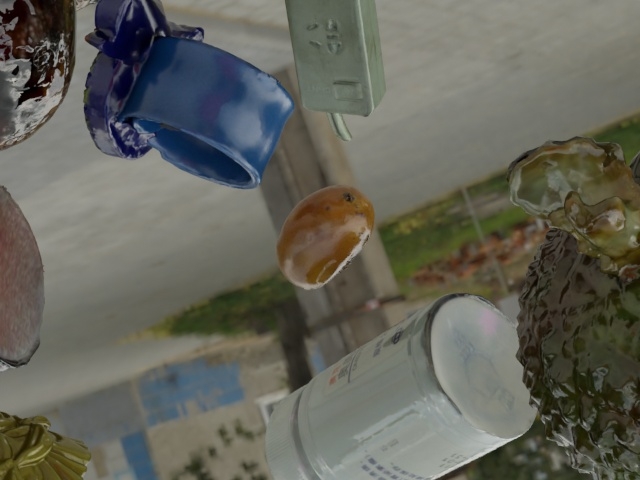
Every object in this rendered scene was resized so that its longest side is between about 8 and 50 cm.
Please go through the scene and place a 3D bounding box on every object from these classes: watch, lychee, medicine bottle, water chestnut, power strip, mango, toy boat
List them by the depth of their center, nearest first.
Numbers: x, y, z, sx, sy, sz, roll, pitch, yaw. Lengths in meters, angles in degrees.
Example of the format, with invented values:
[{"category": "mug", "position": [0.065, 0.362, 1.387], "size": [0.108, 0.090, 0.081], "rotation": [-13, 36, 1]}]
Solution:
[{"category": "lychee", "position": [0.272, 0.066, 0.952], "size": [0.270, 0.320, 0.270], "rotation": [-3, -147, 2]}, {"category": "toy boat", "position": [-0.330, 0.039, 1.203], "size": [0.085, 0.155, 0.227], "rotation": [2, 149, 7]}, {"category": "watch", "position": [-0.134, -0.147, 1.319], "size": [0.200, 0.171, 0.196], "rotation": [22, 177, 19]}, {"category": "power strip", "position": [0.016, -0.229, 1.404], "size": [0.093, 0.288, 0.053], "rotation": [7, -142, 22]}, {"category": "water chestnut", "position": [-0.396, -0.279, 1.503], "size": [0.302, 0.350, 0.350], "rotation": [-12, 169, -31]}, {"category": "mango", "position": [0.002, 0.001, 1.587], "size": [0.105, 0.084, 0.159], "rotation": [14, 119, -31]}, {"category": "medicine bottle", "position": [0.094, 0.217, 1.592], "size": [0.190, 0.190, 0.332], "rotation": [-11, 161, -46]}]

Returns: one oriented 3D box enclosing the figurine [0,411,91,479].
[{"category": "figurine", "position": [-0.374, 0.153, 1.125], "size": [0.168, 0.315, 0.187], "rotation": [-27, -155, 43]}]
